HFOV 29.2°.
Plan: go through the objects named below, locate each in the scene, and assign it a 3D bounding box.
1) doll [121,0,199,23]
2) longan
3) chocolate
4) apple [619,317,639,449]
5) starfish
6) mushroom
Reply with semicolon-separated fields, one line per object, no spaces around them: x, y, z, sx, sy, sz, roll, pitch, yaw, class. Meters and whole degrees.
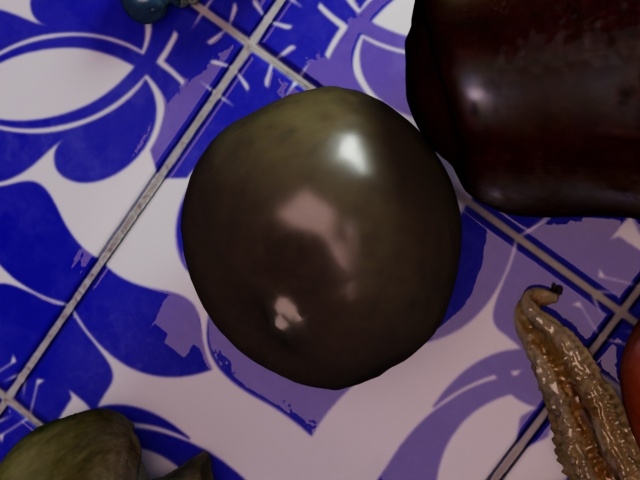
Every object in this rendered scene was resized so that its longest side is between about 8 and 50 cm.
-0.187;-0.284;1.369;0.083;0.050;0.076;-31;81;12;doll
0.003;0.001;1.218;0.297;0.297;0.297;0;91;11;longan
0.243;-0.189;1.134;0.331;0.383;0.384;1;91;13;chocolate
0.423;0.148;1.155;0.272;0.206;0.251;41;77;5;apple
0.248;0.305;1.275;0.324;0.082;0.432;-42;75;16;starfish
-0.270;0.295;1.308;0.292;0.217;0.212;-21;83;11;mushroom
